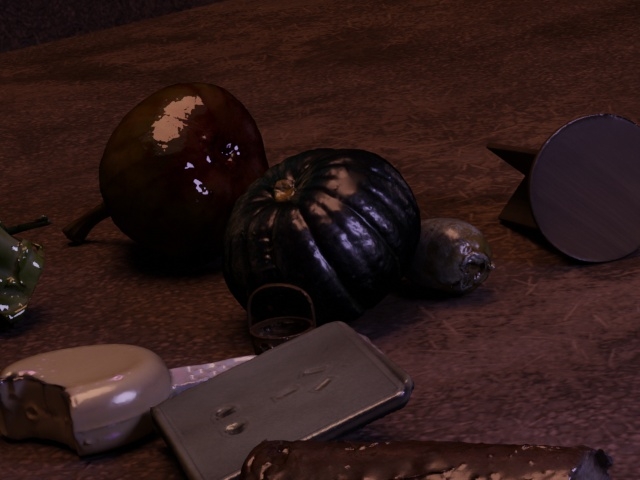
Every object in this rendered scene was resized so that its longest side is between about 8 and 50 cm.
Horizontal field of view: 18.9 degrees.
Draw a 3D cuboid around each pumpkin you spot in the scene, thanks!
[{"bbox_3d":[0.000,0.000,2.044,0.220,0.162,0.220,-31,25,16],"label":"pumpkin"}]

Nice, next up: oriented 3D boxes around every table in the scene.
[{"bbox_3d":[0.282,-0.069,2.241,0.167,0.167,0.226,-11,8,-13],"label":"table"}]

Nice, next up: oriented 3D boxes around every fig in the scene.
[{"bbox_3d":[-0.217,-0.064,2.370,0.321,0.217,0.217,-17,7,40],"label":"fig"}]

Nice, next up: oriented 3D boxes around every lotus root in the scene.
[{"bbox_3d":[0.126,0.015,2.109,0.088,0.088,0.165,-20,16,-38],"label":"lotus root"}]

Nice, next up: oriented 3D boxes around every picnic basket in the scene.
[{"bbox_3d":[-0.040,0.084,1.948,0.072,0.083,0.072,-5,16,2],"label":"picnic basket"}]

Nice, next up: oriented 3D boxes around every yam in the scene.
[{"bbox_3d":[0.072,0.208,1.434,0.279,0.131,0.131,-1,18,23],"label":"yam"}]

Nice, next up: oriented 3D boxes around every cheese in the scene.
[{"bbox_3d":[-0.185,0.138,1.851,0.249,0.071,0.163,-16,20,-29],"label":"cheese"}]

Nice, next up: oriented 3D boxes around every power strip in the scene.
[{"bbox_3d":[-0.031,0.163,1.718,0.213,0.064,0.198,-24,22,-10],"label":"power strip"}]

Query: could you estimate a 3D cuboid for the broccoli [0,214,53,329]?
[{"bbox_3d":[-0.452,-0.006,2.164,0.283,0.304,0.321,22,16,-10],"label":"broccoli"}]
